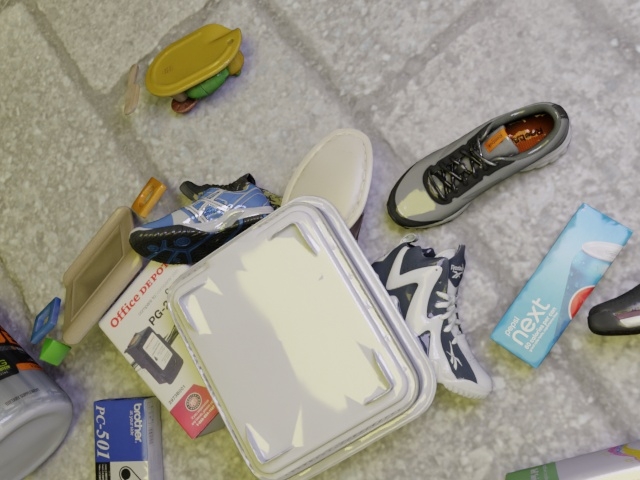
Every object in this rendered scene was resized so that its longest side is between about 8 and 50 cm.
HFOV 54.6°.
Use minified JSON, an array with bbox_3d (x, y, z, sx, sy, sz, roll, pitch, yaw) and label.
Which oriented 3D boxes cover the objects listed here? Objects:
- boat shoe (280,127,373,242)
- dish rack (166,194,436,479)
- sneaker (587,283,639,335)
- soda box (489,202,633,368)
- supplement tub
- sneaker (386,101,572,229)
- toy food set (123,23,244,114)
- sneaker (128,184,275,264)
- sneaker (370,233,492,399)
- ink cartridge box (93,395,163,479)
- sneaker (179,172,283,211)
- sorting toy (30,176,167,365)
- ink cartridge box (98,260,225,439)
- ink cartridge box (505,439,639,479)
[{"bbox_3d":[0.000,0.000,0.895,0.117,0.097,0.324,18,89,19],"label":"boat shoe"},{"bbox_3d":[-0.044,0.130,0.806,0.285,0.072,0.333,-33,76,11],"label":"dish rack"},{"bbox_3d":[0.449,0.016,0.756,0.281,0.106,0.162,-15,74,5],"label":"sneaker"},{"bbox_3d":[0.309,0.060,0.804,0.071,0.067,0.210,35,95,19],"label":"soda box"},{"bbox_3d":[-0.581,0.229,0.996,0.338,0.207,0.207,37,95,18],"label":"supplement tub"},{"bbox_3d":[0.206,-0.108,0.838,0.271,0.108,0.100,-31,77,13],"label":"sneaker"},{"bbox_3d":[-0.211,-0.270,1.020,0.218,0.071,0.128,-23,53,12],"label":"toy food set"},{"bbox_3d":[-0.170,-0.025,0.898,0.211,0.080,0.081,-12,57,-15],"label":"sneaker"},{"bbox_3d":[0.168,0.086,0.831,0.235,0.094,0.153,46,106,28],"label":"sneaker"},{"bbox_3d":[-0.301,0.353,0.974,0.097,0.046,0.207,-8,81,16],"label":"ink cartridge box"},{"bbox_3d":[-0.134,-0.072,0.974,0.170,0.051,0.089,33,94,14],"label":"sneaker"},{"bbox_3d":[-0.344,0.053,0.997,0.347,0.047,0.196,-49,35,7],"label":"sorting toy"},{"bbox_3d":[-0.192,0.146,0.936,0.237,0.100,0.172,43,96,18],"label":"ink cartridge box"},{"bbox_3d":[0.416,0.338,0.706,0.353,0.119,0.207,-21,77,14],"label":"ink cartridge box"}]
